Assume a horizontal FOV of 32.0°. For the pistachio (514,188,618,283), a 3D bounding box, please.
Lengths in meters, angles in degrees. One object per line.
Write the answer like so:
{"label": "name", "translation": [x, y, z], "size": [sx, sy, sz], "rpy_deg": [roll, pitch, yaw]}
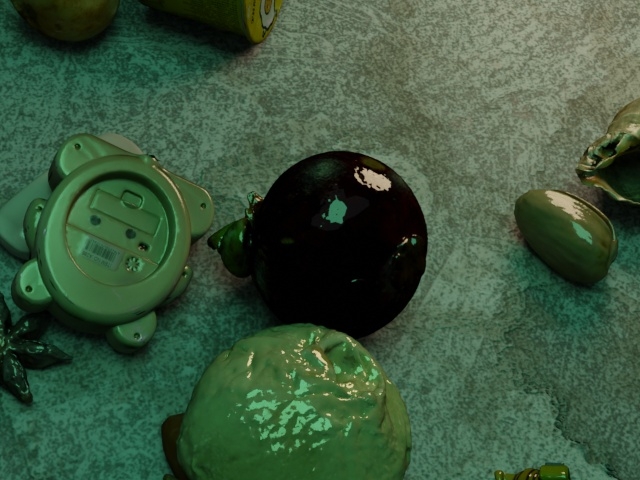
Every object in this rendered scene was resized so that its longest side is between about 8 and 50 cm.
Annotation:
{"label": "pistachio", "translation": [0.438, -0.014, 1.987], "size": [0.206, 0.131, 0.129], "rpy_deg": [42, 14, 25]}

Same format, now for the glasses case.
{"label": "glasses case", "translation": [-0.424, -0.078, 1.906], "size": [0.113, 0.075, 0.297], "rpy_deg": [39, 59, 13]}

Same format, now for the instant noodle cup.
{"label": "instant noodle cup", "translation": [-0.214, -0.558, 2.155], "size": [0.254, 0.326, 0.326], "rpy_deg": [11, 53, 10]}

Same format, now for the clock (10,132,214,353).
{"label": "clock", "translation": [-0.339, 0.006, 1.802], "size": [0.284, 0.114, 0.310], "rpy_deg": [26, 64, -16]}

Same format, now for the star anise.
{"label": "star anise", "translation": [-0.483, 0.159, 1.737], "size": [0.171, 0.063, 0.208], "rpy_deg": [-15, 59, -21]}

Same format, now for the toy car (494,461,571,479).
{"label": "toy car", "translation": [0.305, 0.444, 1.603], "size": [0.142, 0.200, 0.248], "rpy_deg": [-3, 51, 15]}

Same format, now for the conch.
{"label": "conch", "translation": [0.603, -0.154, 2.089], "size": [0.291, 0.159, 0.210], "rpy_deg": [-26, 85, -9]}

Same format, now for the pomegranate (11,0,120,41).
{"label": "pomegranate", "translation": [-0.483, -0.478, 2.111], "size": [0.207, 0.207, 0.207], "rpy_deg": [4, 55, -6]}

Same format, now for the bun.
{"label": "bun", "translation": [-0.027, 0.256, 1.597], "size": [0.352, 0.227, 0.349], "rpy_deg": [12, 33, -27]}

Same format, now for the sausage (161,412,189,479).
{"label": "sausage", "translation": [-0.183, 0.324, 1.659], "size": [0.089, 0.089, 0.179], "rpy_deg": [-18, 52, -21]}

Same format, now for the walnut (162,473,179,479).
{"label": "walnut", "translation": [-0.233, 0.444, 1.535], "size": [0.238, 0.141, 0.204], "rpy_deg": [-26, 51, -24]}

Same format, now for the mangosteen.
{"label": "mangosteen", "translation": [0.000, 0.000, 1.801], "size": [0.359, 0.306, 0.306], "rpy_deg": [17, 50, 34]}
